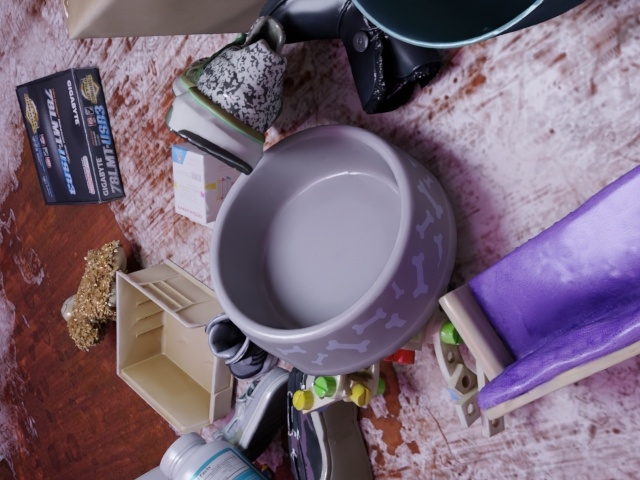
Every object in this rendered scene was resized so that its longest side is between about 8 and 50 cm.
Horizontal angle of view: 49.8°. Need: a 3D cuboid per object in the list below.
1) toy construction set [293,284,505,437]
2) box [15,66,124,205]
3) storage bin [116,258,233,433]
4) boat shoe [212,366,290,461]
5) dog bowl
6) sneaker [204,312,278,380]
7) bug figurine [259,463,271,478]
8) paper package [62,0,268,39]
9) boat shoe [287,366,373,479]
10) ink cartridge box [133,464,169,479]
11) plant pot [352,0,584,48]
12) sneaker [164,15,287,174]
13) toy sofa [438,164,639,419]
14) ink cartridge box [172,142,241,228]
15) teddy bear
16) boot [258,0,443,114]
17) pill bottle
[{"bbox_3d":[0.106,0.161,0.968,0.327,0.151,0.215,2,81,37],"label":"toy construction set"},{"bbox_3d":[-0.578,-0.230,1.585,0.293,0.073,0.295,3,107,46],"label":"box"},{"bbox_3d":[-0.296,0.215,1.416,0.260,0.123,0.262,29,123,36],"label":"storage bin"},{"bbox_3d":[-0.132,0.331,1.299,0.103,0.118,0.320,46,139,19],"label":"boat shoe"},{"bbox_3d":[0.000,0.000,0.926,0.348,0.102,0.349,-14,61,26],"label":"dog bowl"},{"bbox_3d":[-0.142,0.180,1.224,0.101,0.153,0.268,52,134,20],"label":"sneaker"},{"bbox_3d":[-0.122,0.586,1.332,0.216,0.072,0.279,-64,28,20],"label":"bug figurine"},{"bbox_3d":[-0.153,-0.401,0.906,0.309,0.325,0.168,-19,90,48],"label":"paper package"},{"bbox_3d":[0.000,0.369,1.168,0.113,0.127,0.340,-4,99,47],"label":"boat shoe"},{"bbox_3d":[-0.315,0.755,1.595,0.285,0.166,0.395,29,124,36],"label":"ink cartridge box"},{"bbox_3d":[0.182,-0.338,0.651,0.293,0.235,0.293,17,115,40],"label":"plant pot"},{"bbox_3d":[-0.103,-0.228,0.979,0.182,0.158,0.410,-51,22,13],"label":"sneaker"},{"bbox_3d":[0.288,0.040,0.722,0.362,0.177,0.150,-43,73,45],"label":"toy sofa"},{"bbox_3d":[-0.200,-0.099,1.230,0.092,0.090,0.143,22,120,39],"label":"ink cartridge box"},{"bbox_3d":[-0.514,0.128,1.565,0.338,0.113,0.245,-18,71,60],"label":"teddy bear"},{"bbox_3d":[0.033,-0.263,0.931,0.246,0.094,0.207,-22,84,41],"label":"boot"},{"bbox_3d":[-0.160,0.450,1.198,0.264,0.146,0.146,34,126,28],"label":"pill bottle"}]
